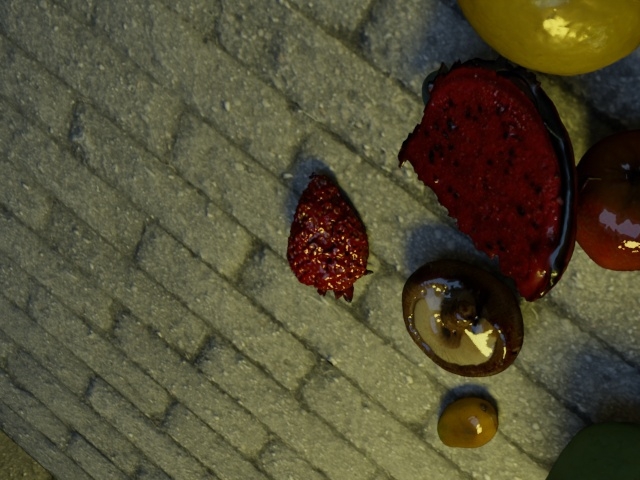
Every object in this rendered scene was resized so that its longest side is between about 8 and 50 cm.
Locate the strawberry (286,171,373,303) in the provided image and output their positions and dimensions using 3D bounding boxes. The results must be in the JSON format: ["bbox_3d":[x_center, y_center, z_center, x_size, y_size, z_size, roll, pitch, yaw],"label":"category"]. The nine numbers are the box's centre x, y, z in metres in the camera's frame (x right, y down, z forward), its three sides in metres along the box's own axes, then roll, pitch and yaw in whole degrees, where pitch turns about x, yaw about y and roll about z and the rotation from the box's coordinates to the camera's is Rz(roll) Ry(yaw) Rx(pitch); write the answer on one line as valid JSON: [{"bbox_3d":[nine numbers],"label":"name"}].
[{"bbox_3d":[0.013,0.000,1.573,0.174,0.098,0.228,23,131,20],"label":"strawberry"}]

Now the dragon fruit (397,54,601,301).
[{"bbox_3d":[0.266,-0.113,1.176,0.344,0.100,0.282,56,147,29],"label":"dragon fruit"}]

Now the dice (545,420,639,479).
[{"bbox_3d":[0.519,0.518,1.386,0.322,0.318,0.330,21,141,30],"label":"dice"}]

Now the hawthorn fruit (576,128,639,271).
[{"bbox_3d":[0.436,-0.040,1.205,0.196,0.197,0.225,28,159,17],"label":"hawthorn fruit"}]

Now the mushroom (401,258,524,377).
[{"bbox_3d":[0.252,0.132,1.482,0.231,0.138,0.194,40,149,21],"label":"mushroom"}]

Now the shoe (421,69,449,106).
[{"bbox_3d":[0.243,-0.193,1.311,0.195,0.079,0.078,29,167,7],"label":"shoe"}]

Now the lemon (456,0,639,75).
[{"bbox_3d":[0.292,-0.349,1.016,0.297,0.297,0.297,18,128,25],"label":"lemon"}]

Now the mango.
[{"bbox_3d":[0.282,0.361,1.658,0.101,0.066,0.187,45,143,2],"label":"mango"}]
